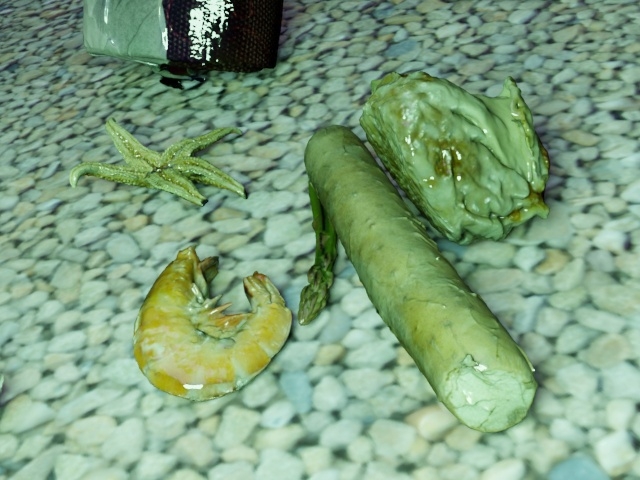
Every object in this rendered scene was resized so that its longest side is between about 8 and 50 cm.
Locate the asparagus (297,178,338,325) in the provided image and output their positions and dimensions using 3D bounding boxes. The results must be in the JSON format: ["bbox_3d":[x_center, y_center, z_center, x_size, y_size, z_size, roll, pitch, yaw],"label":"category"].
[{"bbox_3d":[-0.001,-0.001,0.924,0.034,0.027,0.236,-7,35,7],"label":"asparagus"}]

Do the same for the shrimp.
[{"bbox_3d":[-0.093,0.068,0.855,0.132,0.051,0.187,4,40,-7],"label":"shrimp"}]

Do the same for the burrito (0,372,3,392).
[{"bbox_3d":[-0.484,0.158,0.812,0.446,0.101,0.139,-4,41,11],"label":"burrito"}]

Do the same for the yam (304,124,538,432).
[{"bbox_3d":[0.066,0.015,0.829,0.083,0.083,0.371,-19,36,-8],"label":"yam"}]

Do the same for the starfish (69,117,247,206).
[{"bbox_3d":[-0.168,-0.085,1.085,0.217,0.050,0.223,-29,49,-31],"label":"starfish"}]

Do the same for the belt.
[{"bbox_3d":[-0.183,-0.276,1.266,0.289,0.164,0.184,15,17,37],"label":"belt"}]

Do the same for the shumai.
[{"bbox_3d":[0.131,-0.086,0.864,0.142,0.184,0.184,-35,37,-2],"label":"shumai"}]
